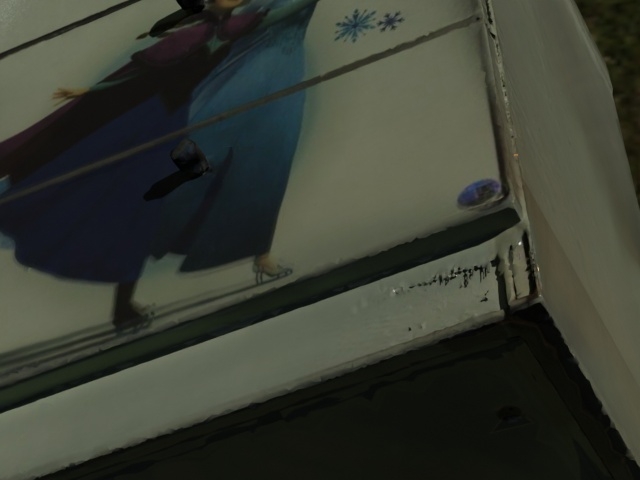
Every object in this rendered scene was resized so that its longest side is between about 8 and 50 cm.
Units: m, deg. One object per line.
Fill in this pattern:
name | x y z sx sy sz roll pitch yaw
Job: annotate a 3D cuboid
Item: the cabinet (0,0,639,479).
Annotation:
cabinet | 0.000 0.000 0.485 0.206 0.145 0.150 -93 157 -45
